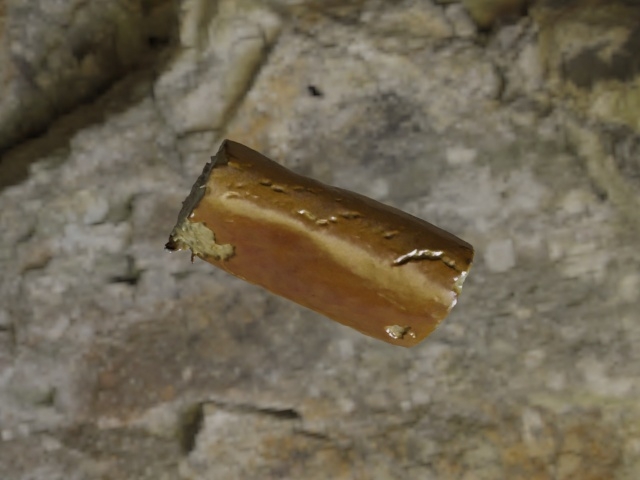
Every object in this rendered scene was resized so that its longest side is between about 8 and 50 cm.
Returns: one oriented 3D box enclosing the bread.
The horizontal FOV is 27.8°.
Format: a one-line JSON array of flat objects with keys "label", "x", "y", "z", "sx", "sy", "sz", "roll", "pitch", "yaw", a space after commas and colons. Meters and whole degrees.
[{"label": "bread", "x": 0.000, "y": 0.000, "z": 0.379, "sx": 0.047, "sy": 0.083, "sz": 0.036, "roll": 124, "pitch": -12, "yaw": -60}]
